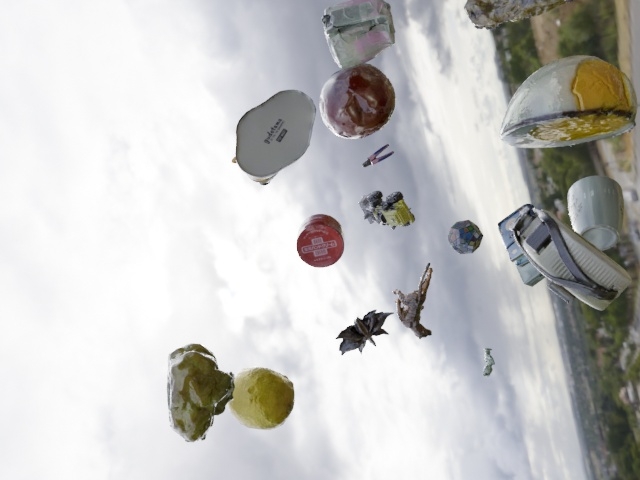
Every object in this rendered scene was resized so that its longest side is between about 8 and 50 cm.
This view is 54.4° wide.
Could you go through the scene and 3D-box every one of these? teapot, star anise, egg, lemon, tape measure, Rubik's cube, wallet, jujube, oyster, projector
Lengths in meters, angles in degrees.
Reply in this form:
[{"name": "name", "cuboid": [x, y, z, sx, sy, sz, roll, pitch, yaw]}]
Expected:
[{"name": "teapot", "cuboid": [0.100, -0.557, 1.590, 0.221, 0.178, 0.163, 49, -151, -60]}, {"name": "star anise", "cuboid": [0.130, 0.282, 1.953, 0.181, 0.204, 0.061, 21, -156, -44]}, {"name": "egg", "cuboid": [0.630, -0.363, 1.607, 0.337, 0.338, 0.200, 22, -114, -68]}, {"name": "lemon", "cuboid": [-0.222, 0.580, 2.297, 0.234, 0.289, 0.233, -9, -79, -53]}, {"name": "tape measure", "cuboid": [0.549, 0.040, 1.408, 0.271, 0.133, 0.231, 41, -163, 7]}, {"name": "Rubik's cube", "cuboid": [0.453, -0.011, 1.950, 0.111, 0.111, 0.093, 55, -137, -48]}, {"name": "wallet", "cuboid": [0.659, -0.017, 2.027, 0.059, 0.141, 0.202, 37, -149, -28]}, {"name": "jujube", "cuboid": [0.107, -0.420, 1.848, 0.318, 0.223, 0.222, -90, -19, -67]}, {"name": "oyster", "cuboid": [0.541, -0.645, 1.614, 0.079, 0.345, 0.128, 9, -103, -61]}, {"name": "projector", "cuboid": [0.793, 0.083, 2.318, 0.061, 0.115, 0.147, 20, -138, -28]}]

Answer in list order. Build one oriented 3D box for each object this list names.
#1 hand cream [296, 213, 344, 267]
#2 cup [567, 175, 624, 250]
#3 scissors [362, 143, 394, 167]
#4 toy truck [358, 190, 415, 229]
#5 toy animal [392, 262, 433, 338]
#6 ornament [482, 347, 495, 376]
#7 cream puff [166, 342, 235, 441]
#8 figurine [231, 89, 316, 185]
[{"name": "hand cream", "cuboid": [0.000, 0.000, 2.427, 0.125, 0.193, 0.193, -89, -19, -68]}, {"name": "cup", "cuboid": [0.993, -0.064, 2.260, 0.257, 0.187, 0.234, 83, -162, -48]}, {"name": "scissors", "cuboid": [0.181, -0.267, 1.988, 0.039, 0.113, 0.012, 58, 169, 2]}, {"name": "toy truck", "cuboid": [0.236, -0.109, 2.327, 0.111, 0.286, 0.136, -40, -67, -24]}, {"name": "toy animal", "cuboid": [0.289, 0.174, 1.885, 0.116, 0.114, 0.255, -102, 12, -52]}, {"name": "ornament", "cuboid": [0.591, 0.425, 2.187, 0.092, 0.041, 0.068, -77, -15, -45]}, {"name": "cream puff", "cuboid": [-0.319, 0.410, 1.676, 0.282, 0.185, 0.281, 178, 90, -71]}, {"name": "figurine", "cuboid": [-0.106, -0.223, 1.472, 0.250, 0.167, 0.141, -49, -11, -20]}]
